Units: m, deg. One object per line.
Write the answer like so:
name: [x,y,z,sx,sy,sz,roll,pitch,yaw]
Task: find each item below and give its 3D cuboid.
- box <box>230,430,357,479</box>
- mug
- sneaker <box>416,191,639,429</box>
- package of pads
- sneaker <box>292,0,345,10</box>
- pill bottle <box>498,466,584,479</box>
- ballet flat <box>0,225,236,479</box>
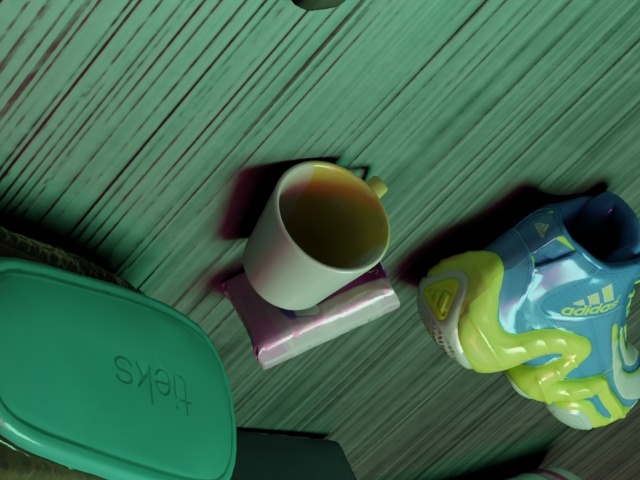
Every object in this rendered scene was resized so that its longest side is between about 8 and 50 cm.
box: [-0.078,0.344,1.039,0.312,0.343,0.179,-42,148,27]
mug: [-0.001,0.003,0.831,0.078,0.062,0.064,-1,151,-31]
sneaker: [0.166,0.042,1.013,0.126,0.091,0.240,-39,150,21]
package of pads: [-0.005,0.029,0.879,0.083,0.050,0.032,-25,153,-4]
sneaker: [0.051,-0.166,0.551,0.130,0.087,0.227,-8,142,-22]
pill bottle: [0.088,0.283,1.283,0.283,0.160,0.160,-12,149,-28]
ballet flat: [-0.191,0.039,0.643,0.182,0.164,0.483,-12,158,14]
